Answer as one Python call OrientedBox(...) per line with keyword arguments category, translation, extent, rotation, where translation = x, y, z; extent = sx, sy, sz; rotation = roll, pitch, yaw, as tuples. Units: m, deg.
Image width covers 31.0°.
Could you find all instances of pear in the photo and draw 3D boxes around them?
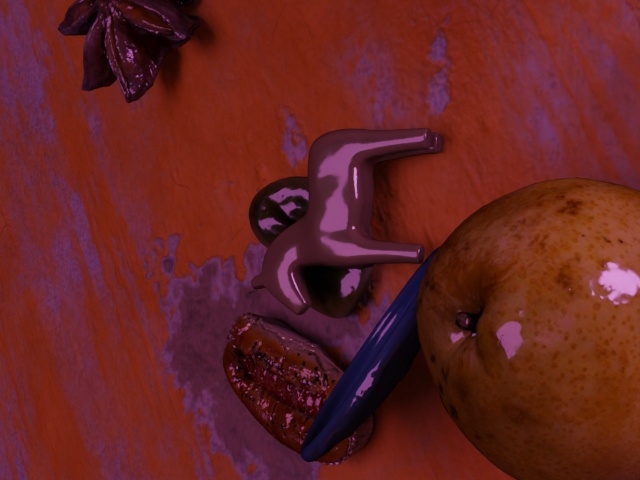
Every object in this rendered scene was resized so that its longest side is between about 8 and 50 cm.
OrientedBox(category="pear", translation=(0.236, 0.086, 1.093), extent=(0.304, 0.304, 0.304), rotation=(0, 89, 45))

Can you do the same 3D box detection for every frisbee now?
OrientedBox(category="frisbee", translation=(0.075, 0.135, 1.299), extent=(0.049, 0.289, 0.289), rotation=(35, 120, 1))

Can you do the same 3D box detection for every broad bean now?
OrientedBox(category="broad bean", translation=(-0.002, 0.001, 1.497), extent=(0.206, 0.072, 0.153), rotation=(45, 121, 24))

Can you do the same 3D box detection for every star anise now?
OrientedBox(category="star anise", translation=(-0.281, -0.366, 1.742), extent=(0.331, 0.117, 0.332), rotation=(-8, 78, 39))

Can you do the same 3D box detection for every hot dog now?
OrientedBox(category="hot dog", translation=(-0.036, 0.195, 1.517), extent=(0.268, 0.075, 0.144), rotation=(29, 108, 39))

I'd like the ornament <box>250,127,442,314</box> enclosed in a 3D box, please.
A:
OrientedBox(category="ornament", translation=(0.024, -0.022, 1.416), extent=(0.245, 0.061, 0.230), rotation=(0, 85, 30))
